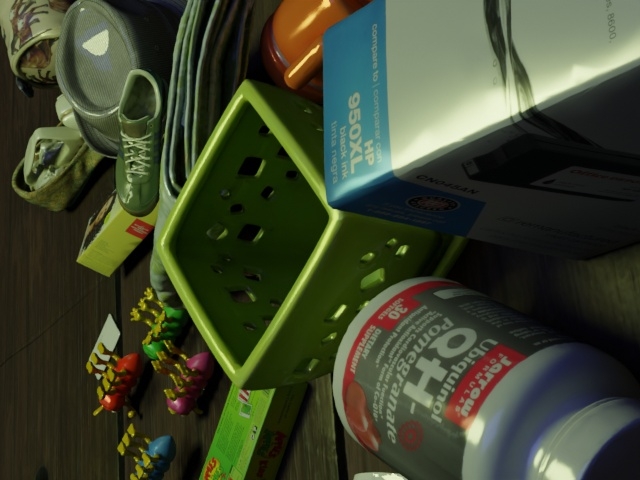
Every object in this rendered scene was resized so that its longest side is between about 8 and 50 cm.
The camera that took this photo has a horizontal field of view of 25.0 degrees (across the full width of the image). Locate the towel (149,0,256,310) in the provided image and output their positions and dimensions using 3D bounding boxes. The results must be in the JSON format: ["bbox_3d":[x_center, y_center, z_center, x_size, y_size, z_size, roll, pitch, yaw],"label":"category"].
[{"bbox_3d":[-0.147,-0.120,1.720,0.374,0.090,0.320,114,164,-69],"label":"towel"}]

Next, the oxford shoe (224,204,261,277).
[{"bbox_3d":[-0.066,0.014,1.695,0.212,0.076,0.076,-141,62,-67],"label":"oxford shoe"}]

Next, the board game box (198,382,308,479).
[{"bbox_3d":[-0.080,0.228,1.660,0.092,0.043,0.181,33,107,56],"label":"board game box"}]

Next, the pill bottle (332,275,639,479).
[{"bbox_3d":[0.159,0.152,1.196,0.318,0.176,0.176,26,101,57],"label":"pill bottle"}]

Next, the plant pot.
[{"bbox_3d":[0.000,0.000,1.447,0.227,0.207,0.228,-59,46,27],"label":"plant pot"}]

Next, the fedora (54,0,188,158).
[{"bbox_3d":[-0.283,-0.249,1.997,0.244,0.124,0.275,-26,64,24],"label":"fedora"}]

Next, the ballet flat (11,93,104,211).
[{"bbox_3d":[-0.363,-0.165,2.169,0.348,0.123,0.123,-46,44,39],"label":"ballet flat"}]

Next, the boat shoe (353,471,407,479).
[{"bbox_3d":[0.095,0.256,1.371,0.184,0.066,0.063,-1,77,47],"label":"boat shoe"}]

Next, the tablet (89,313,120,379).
[{"bbox_3d":[-0.311,0.153,2.075,0.083,0.006,0.054,-64,35,20],"label":"tablet"}]

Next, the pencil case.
[{"bbox_3d":[-0.461,-0.425,2.295,0.183,0.160,0.410,107,144,-57],"label":"pencil case"}]

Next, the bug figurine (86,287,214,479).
[{"bbox_3d":[-0.215,0.196,1.852,0.216,0.072,0.279,-58,32,17],"label":"bug figurine"}]

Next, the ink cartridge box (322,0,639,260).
[{"bbox_3d":[0.226,-0.124,1.086,0.395,0.285,0.166,-23,61,52],"label":"ink cartridge box"}]

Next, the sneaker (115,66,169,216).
[{"bbox_3d":[-0.236,-0.132,1.848,0.086,0.064,0.192,58,-143,-76],"label":"sneaker"}]

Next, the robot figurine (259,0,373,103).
[{"bbox_3d":[0.018,-0.237,1.600,0.219,0.128,0.158,-41,50,42],"label":"robot figurine"}]

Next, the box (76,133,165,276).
[{"bbox_3d":[-0.255,-0.046,1.994,0.232,0.058,0.087,-42,28,41],"label":"box"}]
